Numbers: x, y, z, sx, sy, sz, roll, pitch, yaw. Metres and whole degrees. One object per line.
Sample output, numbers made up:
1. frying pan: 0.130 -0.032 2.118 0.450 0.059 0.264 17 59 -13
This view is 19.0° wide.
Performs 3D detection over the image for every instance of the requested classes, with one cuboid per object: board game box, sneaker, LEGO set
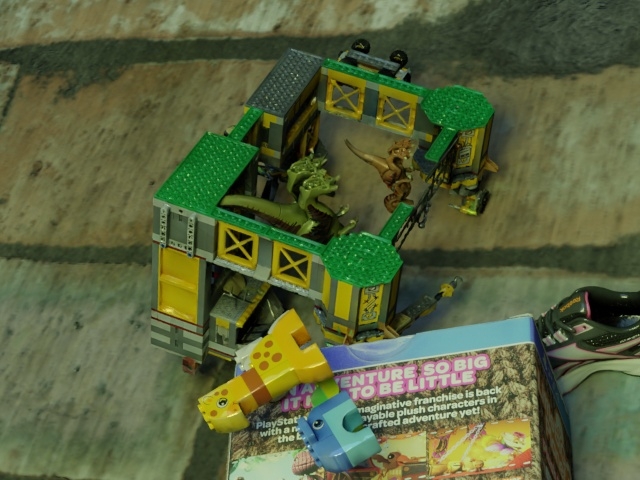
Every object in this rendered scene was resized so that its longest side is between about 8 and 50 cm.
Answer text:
1. board game box: 0.060 0.222 1.368 0.232 0.141 0.291 -9 49 15
2. sneaker: 0.196 0.069 1.488 0.178 0.077 0.072 -16 46 10
3. LEGO set: -0.024 0.128 1.326 0.093 0.087 0.227 -30 46 -4
4. LEGO set: 0.000 0.000 1.592 0.255 0.192 0.331 13 41 9
